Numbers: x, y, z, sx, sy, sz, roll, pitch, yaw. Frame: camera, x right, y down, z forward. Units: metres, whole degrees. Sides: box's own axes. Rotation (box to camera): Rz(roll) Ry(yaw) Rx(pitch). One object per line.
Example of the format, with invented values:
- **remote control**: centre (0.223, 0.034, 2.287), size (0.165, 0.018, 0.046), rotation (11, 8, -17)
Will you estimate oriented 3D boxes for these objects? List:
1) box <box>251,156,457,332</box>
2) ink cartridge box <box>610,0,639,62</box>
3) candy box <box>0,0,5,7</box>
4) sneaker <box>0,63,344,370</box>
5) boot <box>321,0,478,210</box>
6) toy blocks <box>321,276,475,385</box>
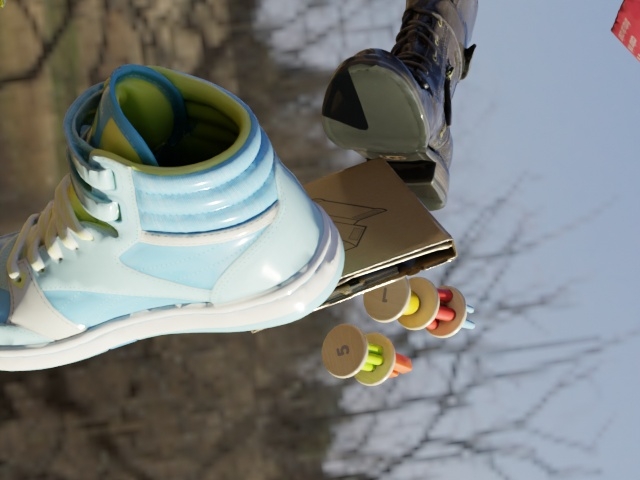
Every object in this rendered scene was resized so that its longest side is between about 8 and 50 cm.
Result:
- **box**: centre (0.000, 0.000, 1.517), size (0.201, 0.164, 0.021), rotation (-125, -164, -66)
- **ink cartridge box**: centre (0.373, -0.111, 1.262), size (0.306, 0.226, 0.131), rotation (49, -9, 7)
- **candy box**: centre (-0.277, -0.297, 1.706), size (0.206, 0.027, 0.105), rotation (-83, 163, -52)
- **sneaker**: centre (-0.162, -0.025, 1.341), size (0.208, 0.319, 0.127), rotation (64, 20, -44)
- **boot**: centre (0.080, -0.171, 1.705), size (0.263, 0.091, 0.229), rotation (63, 37, -64)
- **toy blocks**: centre (0.084, 0.092, 1.917), size (0.148, 0.123, 0.054), rotation (18, 23, -52)
